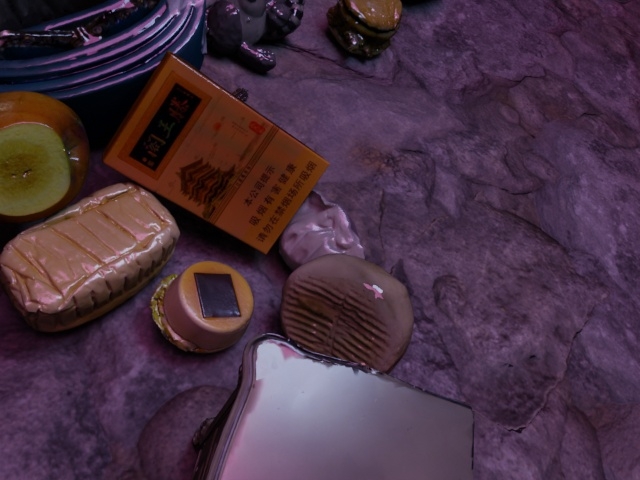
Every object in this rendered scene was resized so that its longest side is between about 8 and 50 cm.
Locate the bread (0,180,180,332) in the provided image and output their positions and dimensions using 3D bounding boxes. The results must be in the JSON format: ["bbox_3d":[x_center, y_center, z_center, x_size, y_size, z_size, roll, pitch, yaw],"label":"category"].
[{"bbox_3d":[-0.304,0.022,0.786,0.140,0.106,0.236,46,53,9],"label":"bread"}]

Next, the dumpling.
[{"bbox_3d":[0.000,0.000,0.918,0.108,0.127,0.188,-14,70,-40],"label":"dumpling"}]

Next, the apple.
[{"bbox_3d":[-0.368,-0.106,0.732,0.147,0.146,0.163,-9,35,-6],"label":"apple"}]

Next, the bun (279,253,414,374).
[{"bbox_3d":[0.038,0.110,0.850,0.193,0.178,0.128,28,17,16],"label":"bun"}]

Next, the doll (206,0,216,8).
[{"bbox_3d":[-0.291,-0.531,1.182,0.192,0.095,0.149,38,45,7],"label":"doll"}]

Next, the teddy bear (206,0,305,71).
[{"bbox_3d":[-0.123,-0.434,1.160,0.171,0.144,0.251,42,53,-10],"label":"teddy bear"}]

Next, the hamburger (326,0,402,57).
[{"bbox_3d":[0.092,-0.473,1.291,0.159,0.131,0.184,31,57,-12],"label":"hamburger"}]

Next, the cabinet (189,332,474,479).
[{"bbox_3d":[-0.039,0.305,0.573,0.228,0.318,0.289,21,52,-11],"label":"cabinet"}]

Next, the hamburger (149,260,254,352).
[{"bbox_3d":[-0.162,0.094,0.816,0.141,0.081,0.126,-15,66,-44],"label":"hamburger"}]

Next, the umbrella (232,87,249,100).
[{"bbox_3d":[-0.162,-0.265,1.103,0.031,0.020,0.083,38,56,6],"label":"umbrella"}]

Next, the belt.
[{"bbox_3d":[-0.382,-0.312,0.881,0.437,0.173,0.300,-22,79,-20],"label":"belt"}]

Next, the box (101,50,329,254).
[{"bbox_3d":[-0.148,-0.120,0.858,0.274,0.174,0.076,32,8,-26],"label":"box"}]
